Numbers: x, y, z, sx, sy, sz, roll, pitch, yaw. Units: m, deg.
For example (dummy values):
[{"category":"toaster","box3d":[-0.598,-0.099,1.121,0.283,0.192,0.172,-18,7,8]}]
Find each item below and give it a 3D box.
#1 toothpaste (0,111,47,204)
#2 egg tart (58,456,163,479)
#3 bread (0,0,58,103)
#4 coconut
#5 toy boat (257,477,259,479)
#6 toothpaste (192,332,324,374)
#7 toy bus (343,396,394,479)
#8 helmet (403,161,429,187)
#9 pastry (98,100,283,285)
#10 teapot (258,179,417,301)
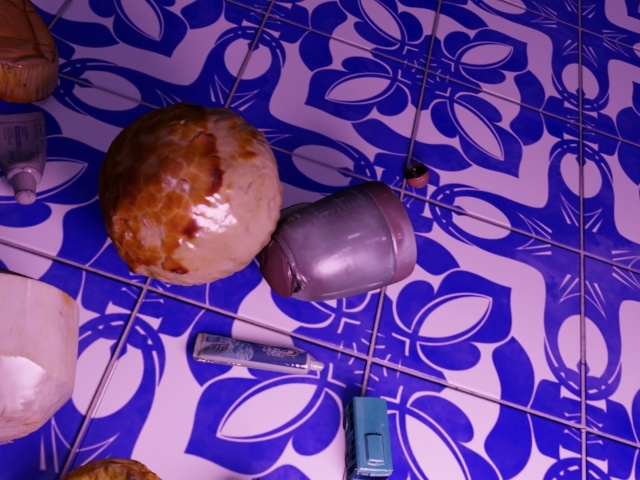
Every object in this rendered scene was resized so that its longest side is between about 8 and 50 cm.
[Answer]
[{"category":"toothpaste","box3d":[-0.661,-0.191,1.616,0.099,0.068,0.282,17,40,-41]},{"category":"egg tart","box3d":[-0.343,0.492,1.155,0.294,0.123,0.294,-6,48,7]},{"category":"bread","box3d":[-0.740,-0.449,1.713,0.204,0.156,0.288,-21,65,-42]},{"category":"coconut","box3d":[-0.565,0.179,1.237,0.323,0.323,0.322,8,54,-12]},{"category":"toy boat","box3d":[-0.164,0.499,1.232,0.270,0.140,0.140,-19,63,-25]},{"category":"toothpaste","box3d":[-0.125,0.236,1.485,0.269,0.047,0.069,10,66,-6]},{"category":"toy bus","box3d":[0.092,0.390,1.411,0.079,0.091,0.160,6,54,-11]},{"category":"helmet","box3d":[0.252,-0.163,1.880,0.065,0.049,0.084,-22,30,8]},{"category":"pastry","box3d":[-0.274,-0.099,1.465,0.389,0.313,0.388,-8,69,22]},{"category":"teapot","box3d":[0.000,0.000,1.602,0.312,0.233,0.315,-17,34,-20]}]
